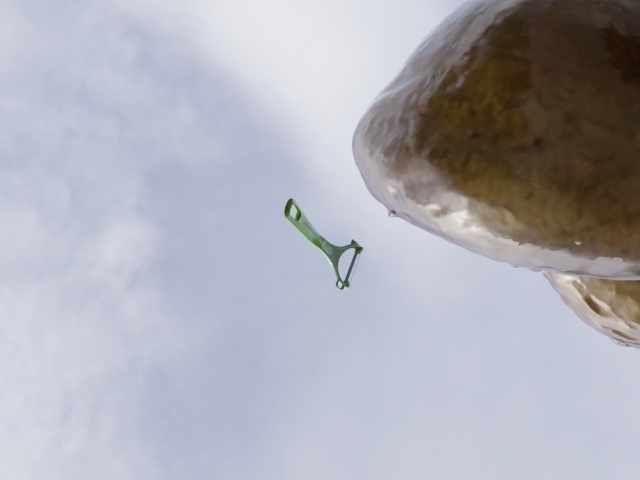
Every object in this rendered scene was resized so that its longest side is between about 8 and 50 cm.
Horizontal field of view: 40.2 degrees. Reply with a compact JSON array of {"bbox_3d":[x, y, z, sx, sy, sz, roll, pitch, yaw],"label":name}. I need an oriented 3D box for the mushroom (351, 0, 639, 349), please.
[{"bbox_3d":[0.176,-0.052,0.529,0.283,0.263,0.195,30,-80,-7],"label":"mushroom"}]

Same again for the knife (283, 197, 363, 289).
[{"bbox_3d":[-0.002,0.000,1.177,0.166,0.022,0.078,42,-127,-38],"label":"knife"}]
